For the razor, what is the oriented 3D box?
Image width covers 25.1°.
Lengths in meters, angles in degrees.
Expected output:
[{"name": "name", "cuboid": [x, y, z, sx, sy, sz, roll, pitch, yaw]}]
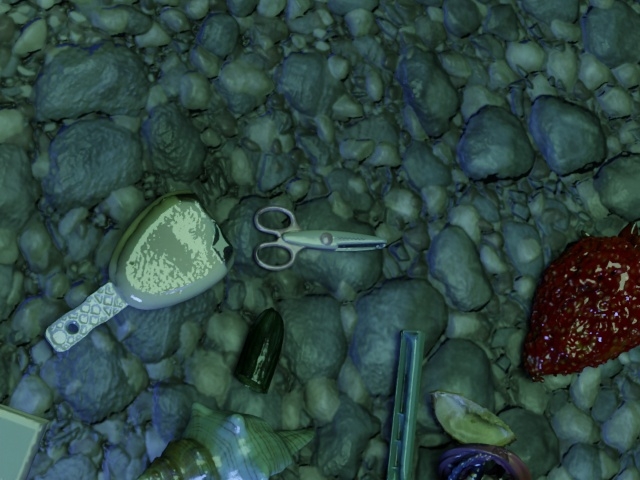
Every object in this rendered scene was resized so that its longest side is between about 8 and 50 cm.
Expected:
[{"name": "razor", "cuboid": [0.102, 0.249, 1.819, 0.111, 0.056, 0.277, 2, 69, 21]}]

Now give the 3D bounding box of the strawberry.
[{"name": "strawberry", "cuboid": [0.357, 0.082, 1.908, 0.228, 0.098, 0.174, -26, 89, -22]}]

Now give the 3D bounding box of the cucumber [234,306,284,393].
[{"name": "cucumber", "cuboid": [-0.072, 0.134, 1.780, 0.048, 0.048, 0.105, 23, 69, -14]}]

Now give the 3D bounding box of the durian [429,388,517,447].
[{"name": "durian", "cuboid": [0.189, 0.234, 1.843, 0.130, 0.066, 0.052, 29, 72, -3]}]

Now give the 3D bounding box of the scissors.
[{"name": "scissors", "cuboid": [0.000, 0.000, 1.840, 0.176, 0.022, 0.085, 4, 76, -15]}]

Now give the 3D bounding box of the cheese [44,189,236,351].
[{"name": "cheese", "cuboid": [-0.226, 0.048, 1.737, 0.251, 0.054, 0.127, -37, 94, -20]}]

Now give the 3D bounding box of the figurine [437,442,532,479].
[{"name": "figurine", "cuboid": [0.210, 0.336, 1.800, 0.126, 0.114, 0.157, -9, 63, -4]}]

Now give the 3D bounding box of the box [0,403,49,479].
[{"name": "box", "cuboid": [-0.367, 0.277, 1.492, 0.065, 0.343, 0.200, 24, 74, -14]}]

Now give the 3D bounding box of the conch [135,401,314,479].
[{"name": "conch", "cuboid": [-0.109, 0.245, 1.698, 0.234, 0.137, 0.114, -21, 105, -15]}]
